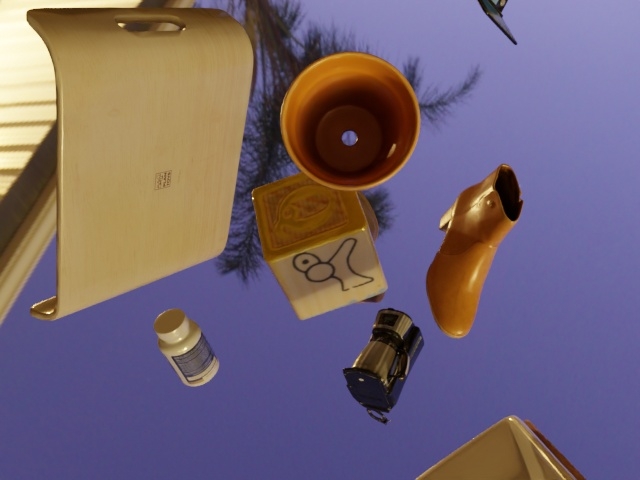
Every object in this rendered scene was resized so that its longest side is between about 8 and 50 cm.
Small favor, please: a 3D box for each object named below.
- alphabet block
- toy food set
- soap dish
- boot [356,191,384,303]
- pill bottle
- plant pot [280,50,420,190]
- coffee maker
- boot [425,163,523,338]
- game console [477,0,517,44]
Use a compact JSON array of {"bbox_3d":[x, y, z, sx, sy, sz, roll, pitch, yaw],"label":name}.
[{"bbox_3d":[0.000,0.000,1.166,0.193,0.197,0.193,-20,-132,2],"label":"alphabet block"},{"bbox_3d":[-0.192,-0.079,0.639,0.092,0.305,0.220,29,-148,29],"label":"toy food set"},{"bbox_3d":[0.242,0.371,0.820,0.229,0.291,0.118,-36,-87,2],"label":"soap dish"},{"bbox_3d":[0.031,0.017,1.478,0.220,0.283,0.109,2,-154,40],"label":"boot"},{"bbox_3d":[-0.204,0.160,0.940,0.067,0.120,0.067,-11,-140,10],"label":"pill bottle"},{"bbox_3d":[0.046,-0.177,1.002,0.205,0.188,0.205,0,-89,1],"label":"plant pot"},{"bbox_3d":[0.135,0.259,1.312,0.120,0.171,0.178,22,-130,17],"label":"coffee maker"},{"bbox_3d":[0.291,0.016,1.153,0.104,0.211,0.294,15,-118,-15],"label":"boot"},{"bbox_3d":[0.278,-0.379,0.952,0.071,0.122,0.107,35,-78,39],"label":"game console"}]
